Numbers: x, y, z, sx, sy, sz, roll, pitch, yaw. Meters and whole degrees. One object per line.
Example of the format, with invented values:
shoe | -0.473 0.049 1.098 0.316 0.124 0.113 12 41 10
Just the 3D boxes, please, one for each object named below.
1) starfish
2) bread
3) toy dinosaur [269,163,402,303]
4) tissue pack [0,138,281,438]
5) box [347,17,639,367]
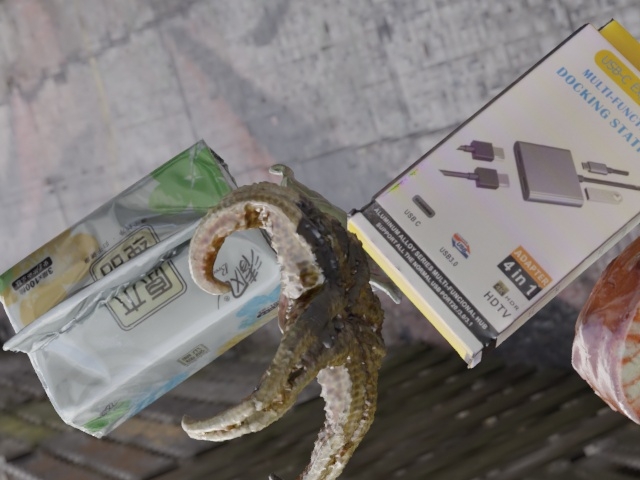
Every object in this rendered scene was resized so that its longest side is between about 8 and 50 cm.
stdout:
starfish | -0.006 0.055 0.733 0.190 0.074 0.146 32 -131 -67
bread | 0.521 0.133 2.058 0.295 0.327 0.114 -57 30 3
toy dinosaur | 0.004 -0.007 1.567 0.077 0.162 0.294 -51 23 18
tissue pack | -0.155 0.034 1.234 0.159 0.229 0.145 57 -178 22
box | 0.149 -0.042 0.968 0.129 0.247 0.033 47 170 16
